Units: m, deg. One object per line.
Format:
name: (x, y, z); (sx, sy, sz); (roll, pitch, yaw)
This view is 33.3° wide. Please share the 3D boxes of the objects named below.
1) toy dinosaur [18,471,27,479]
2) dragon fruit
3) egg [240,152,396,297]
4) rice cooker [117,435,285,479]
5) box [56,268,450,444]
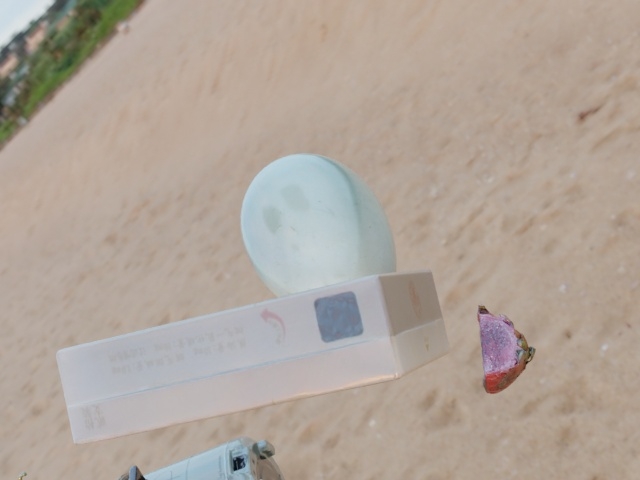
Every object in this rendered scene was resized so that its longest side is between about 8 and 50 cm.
toy dinosaur: (-0.377, 0.312, 1.347); (0.041, 0.113, 0.026); (-47, 19, -3)
dragon fruit: (0.324, 0.186, 1.864); (0.096, 0.102, 0.147); (-9, 63, 12)
egg: (0.000, 0.000, 1.368); (0.183, 0.183, 0.264); (-42, 52, 10)
rice cooker: (-0.137, 0.369, 1.277); (0.227, 0.280, 0.241); (-23, 31, 5)
box: (-0.034, 0.067, 0.641); (0.201, 0.058, 0.141); (-13, -4, 16)
